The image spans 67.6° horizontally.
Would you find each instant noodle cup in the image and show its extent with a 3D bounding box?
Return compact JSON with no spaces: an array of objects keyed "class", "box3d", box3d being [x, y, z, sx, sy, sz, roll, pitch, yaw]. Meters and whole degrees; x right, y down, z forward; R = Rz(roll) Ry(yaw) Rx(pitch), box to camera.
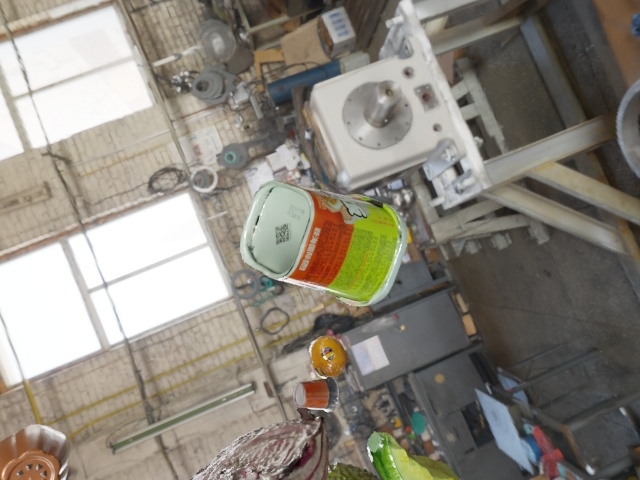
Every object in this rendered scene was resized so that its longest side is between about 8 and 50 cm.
[{"class":"instant noodle cup","box3d":[-0.020,0.552,1.713,0.127,0.135,0.127,-24,62,57]},{"class":"instant noodle cup","box3d":[0.000,0.000,1.109,0.307,0.294,0.294,14,-139,-46]}]

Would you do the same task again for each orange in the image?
[{"class":"orange","box3d":[0.031,0.485,1.995,0.178,0.155,0.177,59,169,20]}]

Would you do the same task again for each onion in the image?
[{"class":"onion","box3d":[-0.118,0.460,0.881,0.146,0.280,0.314,63,-154,-4]}]

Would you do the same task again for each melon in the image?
[{"class":"melon","box3d":[0.219,0.570,1.157,0.323,0.124,0.196,36,169,-23]}]

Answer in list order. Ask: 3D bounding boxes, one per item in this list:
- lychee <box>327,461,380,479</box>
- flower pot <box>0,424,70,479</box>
[{"class":"lychee","box3d":[0.064,0.722,1.243,0.320,0.270,0.270,25,140,54]},{"class":"flower pot","box3d":[-0.722,0.570,1.193,0.173,0.190,0.191,-21,91,58]}]
